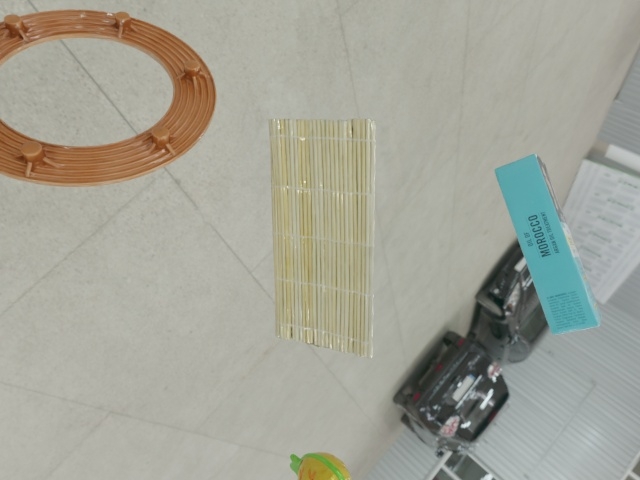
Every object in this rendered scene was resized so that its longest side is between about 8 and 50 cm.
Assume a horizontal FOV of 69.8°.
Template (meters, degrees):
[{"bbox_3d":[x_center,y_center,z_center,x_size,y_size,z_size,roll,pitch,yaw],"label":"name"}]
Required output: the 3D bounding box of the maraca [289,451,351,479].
[{"bbox_3d":[-0.004,0.513,0.986,0.099,0.127,0.185,-22,180,-41],"label":"maraca"}]

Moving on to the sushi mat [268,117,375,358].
[{"bbox_3d":[0.000,0.000,0.610,0.019,0.151,0.317,-28,120,-63],"label":"sushi mat"}]

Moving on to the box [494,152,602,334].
[{"bbox_3d":[0.329,0.004,0.662,0.060,0.245,0.100,-21,168,31],"label":"box"}]

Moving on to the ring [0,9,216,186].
[{"bbox_3d":[-0.306,-0.207,0.594,0.336,0.336,0.032,-34,161,-31],"label":"ring"}]
